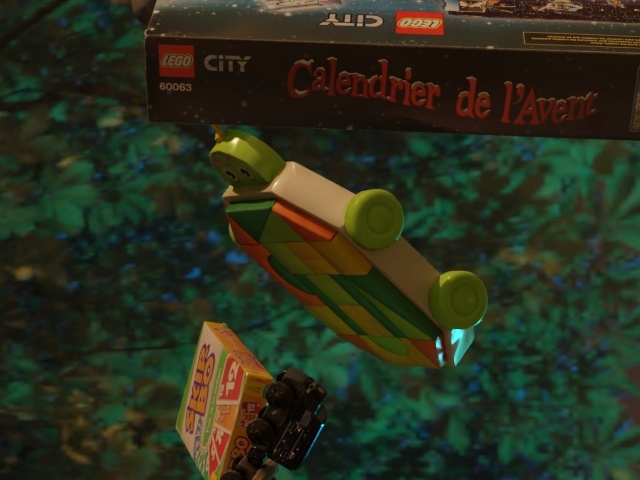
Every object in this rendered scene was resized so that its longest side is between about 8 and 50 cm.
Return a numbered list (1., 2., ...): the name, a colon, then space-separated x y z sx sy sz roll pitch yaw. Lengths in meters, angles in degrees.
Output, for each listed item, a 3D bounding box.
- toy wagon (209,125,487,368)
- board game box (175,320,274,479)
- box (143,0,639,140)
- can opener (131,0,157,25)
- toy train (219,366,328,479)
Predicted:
1. toy wagon: 0.000 0.000 1.543 0.344 0.267 0.068 43 -110 -21
2. board game box: -0.102 0.164 1.598 0.039 0.259 0.124 14 -85 -13
3. box: 0.045 -0.107 0.723 0.159 0.233 0.044 -84 -4 -55
4. can opener: 0.014 -0.142 1.027 0.280 0.074 0.093 12 -123 -27
5. toy train: -0.037 0.133 0.779 0.036 0.158 0.027 30 -159 6
